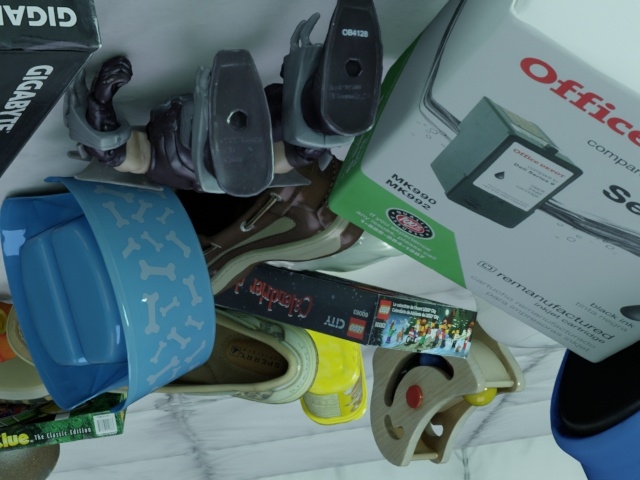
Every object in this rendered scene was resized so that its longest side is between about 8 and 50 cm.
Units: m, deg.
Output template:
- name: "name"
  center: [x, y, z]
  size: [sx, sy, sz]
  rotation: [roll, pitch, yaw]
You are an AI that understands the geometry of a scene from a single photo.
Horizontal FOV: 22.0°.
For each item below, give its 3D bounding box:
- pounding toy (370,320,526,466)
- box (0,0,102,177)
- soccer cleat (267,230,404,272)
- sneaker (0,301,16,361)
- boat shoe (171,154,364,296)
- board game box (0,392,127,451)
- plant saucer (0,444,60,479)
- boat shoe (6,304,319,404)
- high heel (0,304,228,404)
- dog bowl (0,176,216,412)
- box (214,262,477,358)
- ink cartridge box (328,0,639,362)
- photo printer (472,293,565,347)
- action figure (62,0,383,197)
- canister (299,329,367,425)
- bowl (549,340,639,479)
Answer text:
- name: "pounding toy"
  center: [0.105, 0.192, 1.998]
  size: [0.155, 0.154, 0.269]
  rotation: [2, 162, -36]
- name: "box"
  center: [-0.302, -0.077, 0.885]
  size: [0.293, 0.073, 0.295]
  rotation: [-1, 164, -27]
- name: "soccer cleat"
  center: [0.000, 0.000, 1.367]
  size: [0.196, 0.068, 0.076]
  rotation: [-1, 158, -39]
- name: "sneaker"
  center: [-0.319, 0.078, 1.477]
  size: [0.175, 0.064, 0.067]
  rotation: [6, 163, -45]
- name: "boat shoe"
  center: [-0.081, -0.022, 1.231]
  size: [0.257, 0.095, 0.095]
  rotation: [-21, 139, 39]
- name: "board game box"
  center: [-0.261, 0.156, 1.673]
  size: [0.136, 0.030, 0.259]
  rotation: [-7, -169, -3]
- name: "plant saucer"
  center: [-0.436, 0.225, 1.755]
  size: [0.311, 0.050, 0.310]
  rotation: [-4, -161, 1]
- name: "boat shoe"
  center: [-0.146, 0.084, 1.441]
  size: [0.285, 0.104, 0.089]
  rotation: [5, 176, 10]
- name: "high heel"
  center: [-0.207, 0.118, 1.637]
  size: [0.261, 0.093, 0.186]
  rotation: [-23, 157, 22]
- name: "dog bowl"
  center: [-0.156, 0.033, 1.183]
  size: [0.074, 0.166, 0.297]
  rotation: [-17, -179, -23]
- name: "box"
  center: [-0.006, 0.049, 1.406]
  size: [0.233, 0.044, 0.159]
  rotation: [13, 180, 35]
- name: "ink cartridge box"
  center: [0.155, -0.061, 0.936]
  size: [0.211, 0.121, 0.289]
  rotation: [30, 156, -6]
- name: "photo printer"
  center: [0.321, 0.035, 1.617]
  size: [0.308, 0.107, 0.256]
  rotation: [2, 162, -35]
- name: "action figure"
  center: [-0.053, -0.074, 1.000]
  size: [0.185, 0.099, 0.285]
  rotation: [-11, -178, -19]
- name: "canister"
  center: [0.006, 0.117, 1.708]
  size: [0.073, 0.126, 0.170]
  rotation: [-9, 164, 0]
- name: "bowl"
  center: [0.284, 0.000, 1.046]
  size: [0.077, 0.391, 0.391]
  rotation: [36, 156, -4]
